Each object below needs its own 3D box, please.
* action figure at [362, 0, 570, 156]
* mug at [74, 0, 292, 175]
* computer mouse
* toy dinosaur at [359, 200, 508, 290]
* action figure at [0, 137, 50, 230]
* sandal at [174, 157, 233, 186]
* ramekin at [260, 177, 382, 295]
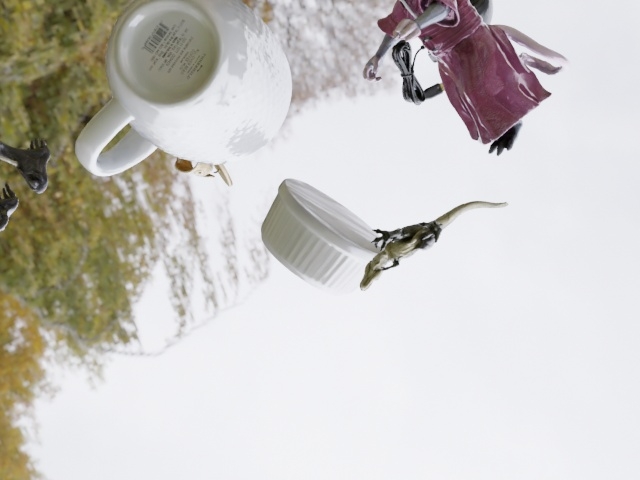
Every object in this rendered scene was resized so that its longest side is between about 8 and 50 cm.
[{"bbox_3d":[0.209,-0.320,1.621,0.276,0.370,0.248,-40,-162,-10],"label":"action figure"},{"bbox_3d":[-0.240,-0.241,1.739,0.374,0.276,0.328,-41,174,4],"label":"mug"},{"bbox_3d":[0.259,-0.370,2.110,0.262,0.184,0.060,-36,-131,-19],"label":"computer mouse"},{"bbox_3d":[0.150,-0.006,1.646,0.268,0.064,0.118,-29,167,21],"label":"toy dinosaur"},{"bbox_3d":[-0.444,-0.104,1.168,0.164,0.276,0.141,-56,-139,10],"label":"action figure"},{"bbox_3d":[-0.233,-0.159,1.936,0.079,0.240,0.088,-34,-123,-10],"label":"sandal"},{"bbox_3d":[0.000,0.000,2.198,0.127,0.273,0.273,-54,-147,13],"label":"ramekin"}]
